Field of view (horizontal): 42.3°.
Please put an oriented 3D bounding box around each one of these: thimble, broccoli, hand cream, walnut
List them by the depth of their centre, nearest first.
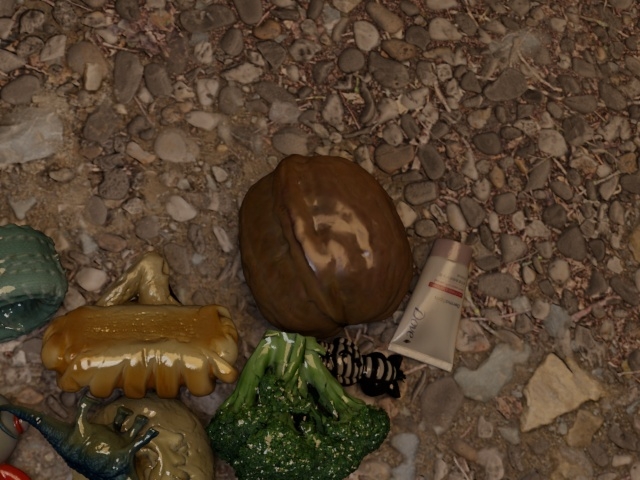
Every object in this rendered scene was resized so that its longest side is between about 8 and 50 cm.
[{"bbox_3d":[-0.039,0.290,1.366,0.308,0.308,0.275,6,85,-11],"label":"broccoli"},{"bbox_3d":[-0.542,0.076,1.394,0.235,0.198,0.143,-22,72,-1],"label":"thimble"},{"bbox_3d":[0.002,0.000,1.508,0.306,0.306,0.344,-14,81,-17],"label":"walnut"},{"bbox_3d":[0.226,0.121,1.632,0.133,0.083,0.248,18,77,-4],"label":"hand cream"}]

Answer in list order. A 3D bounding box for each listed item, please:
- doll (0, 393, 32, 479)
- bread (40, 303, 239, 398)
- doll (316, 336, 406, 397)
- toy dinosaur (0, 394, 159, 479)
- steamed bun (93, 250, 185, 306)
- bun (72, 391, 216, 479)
[{"bbox_3d":[-0.559,0.371,1.343,0.200,0.105,0.336,-8,80,-13],"label":"doll"},{"bbox_3d":[-0.287,0.180,1.337,0.311,0.121,0.173,1,35,-6],"label":"bread"},{"bbox_3d":[0.072,0.236,1.533,0.219,0.067,0.091,21,58,-33],"label":"doll"},{"bbox_3d":[-0.341,0.317,1.272,0.363,0.076,0.147,30,83,14],"label":"toy dinosaur"},{"bbox_3d":[-0.308,0.125,1.476,0.155,0.141,0.172,44,72,-6],"label":"steamed bun"},{"bbox_3d":[-0.291,0.376,1.373,0.259,0.152,0.259,4,68,-9],"label":"bun"}]
